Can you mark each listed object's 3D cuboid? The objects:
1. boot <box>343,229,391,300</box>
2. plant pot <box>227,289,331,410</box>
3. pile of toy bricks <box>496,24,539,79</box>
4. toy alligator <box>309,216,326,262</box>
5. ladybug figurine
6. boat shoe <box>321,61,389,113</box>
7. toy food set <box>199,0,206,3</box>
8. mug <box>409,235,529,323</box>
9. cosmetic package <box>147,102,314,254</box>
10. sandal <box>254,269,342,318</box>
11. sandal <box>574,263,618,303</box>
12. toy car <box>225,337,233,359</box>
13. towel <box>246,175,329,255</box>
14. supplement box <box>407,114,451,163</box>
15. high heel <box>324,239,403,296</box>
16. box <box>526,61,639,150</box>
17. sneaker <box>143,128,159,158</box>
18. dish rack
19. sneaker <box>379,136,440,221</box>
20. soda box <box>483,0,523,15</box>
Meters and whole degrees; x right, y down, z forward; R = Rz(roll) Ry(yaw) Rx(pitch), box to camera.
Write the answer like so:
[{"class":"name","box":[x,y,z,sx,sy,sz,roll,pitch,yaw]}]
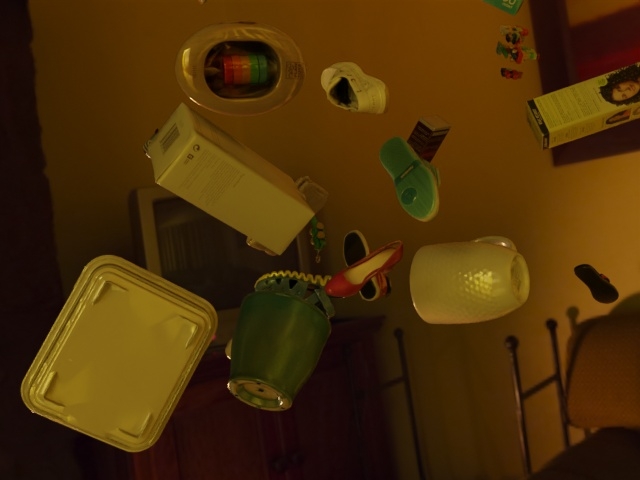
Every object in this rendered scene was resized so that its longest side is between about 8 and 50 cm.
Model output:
[{"class":"boot","box":[0.165,0.082,2.290,0.088,0.244,0.176,-22,-9,25]},{"class":"plant pot","box":[-0.132,0.320,1.864,0.271,0.255,0.271,12,-36,9]},{"class":"pile of toy bricks","box":[0.597,-0.556,2.000,0.105,0.118,0.212,3,39,-1]},{"class":"toy alligator","box":[0.000,0.000,2.411,0.051,0.190,0.056,11,-34,-30]},{"class":"ladybug figurine","box":[-0.264,-0.571,2.238,0.449,0.305,0.162,-3,16,-20]},{"class":"boat shoe","box":[0.057,-0.364,1.601,0.096,0.098,0.277,-13,27,-23]},{"class":"toy food set","box":[-0.449,-0.939,2.537,0.020,0.083,0.082,-18,11,-35]},{"class":"mug","box":[0.530,0.108,2.271,0.328,0.276,0.374,-7,32,38]},{"class":"cosmetic package","box":[-0.219,-0.148,1.670,0.385,0.156,0.217,35,14,-33]},{"class":"sandal","box":[-0.062,0.181,2.233,0.317,0.138,0.126,5,-21,0]},{"class":"sandal","box":[0.752,0.111,1.825,0.067,0.040,0.179,-26,-57,38]},{"class":"toy car","box":[-0.205,0.324,2.138,0.159,0.182,0.136,30,3,-11]},{"class":"towel","box":[-0.102,-0.075,2.120,0.282,0.049,0.187,-47,-25,6]},{"class":"supplement box","box":[0.352,-0.320,2.376,0.130,0.073,0.239,-18,-38,-51]},{"class":"high heel","box":[0.122,0.074,1.848,0.244,0.082,0.117,-18,-32,-23]},{"class":"box","box":[0.504,-0.249,1.235,0.232,0.087,0.058,-20,-29,7]},{"class":"sneaker","box":[-0.469,-0.265,2.194,0.083,0.098,0.224,-18,-53,37]},{"class":"dish rack","box":[-0.378,0.224,1.288,0.285,0.333,0.072,29,-6,-16]},{"class":"sneaker","box":[0.309,-0.158,1.999,0.127,0.319,0.208,-37,-41,22]},{"class":"soda box","box":[0.422,-0.655,1.715,0.210,0.071,0.067,29,34,8]}]
